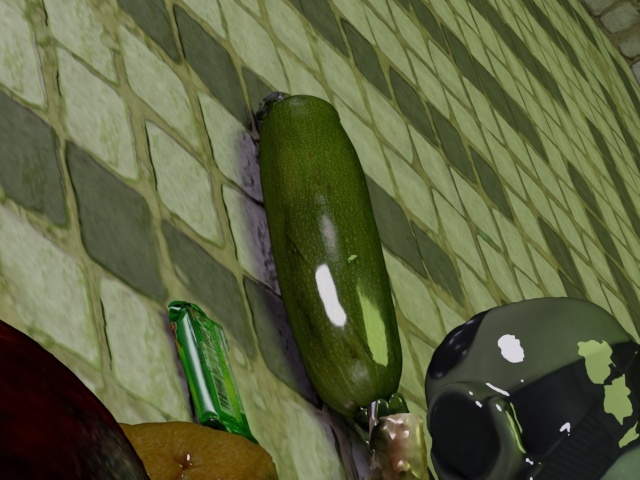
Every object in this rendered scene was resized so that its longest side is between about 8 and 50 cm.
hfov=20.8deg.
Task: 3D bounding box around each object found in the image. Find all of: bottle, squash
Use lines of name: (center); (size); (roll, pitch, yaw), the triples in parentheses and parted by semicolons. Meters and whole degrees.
bottle: (0.183, 0.195, 1.035); (0.347, 0.168, 0.168); (62, 18, 17)
squash: (0.001, -0.002, 1.117); (0.071, 0.080, 0.318); (6, 44, -23)

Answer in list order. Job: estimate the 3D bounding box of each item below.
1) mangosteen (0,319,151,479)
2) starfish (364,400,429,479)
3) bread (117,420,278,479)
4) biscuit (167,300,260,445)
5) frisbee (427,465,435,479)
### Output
mangosteen: (-0.129, 0.100, 0.400); (0.210, 0.210, 0.210); (50, 19, -25)
starfish: (0.014, 0.182, 0.625); (0.060, 0.302, 0.299); (8, 53, -9)
bread: (-0.074, 0.125, 0.615); (0.140, 0.128, 0.069); (-94, -177, -52)
biscuit: (-0.059, 0.070, 0.924); (0.046, 0.016, 0.089); (36, 29, -54)
frisbee: (0.055, 0.174, 1.009); (0.110, 0.014, 0.110); (-11, 90, -68)
